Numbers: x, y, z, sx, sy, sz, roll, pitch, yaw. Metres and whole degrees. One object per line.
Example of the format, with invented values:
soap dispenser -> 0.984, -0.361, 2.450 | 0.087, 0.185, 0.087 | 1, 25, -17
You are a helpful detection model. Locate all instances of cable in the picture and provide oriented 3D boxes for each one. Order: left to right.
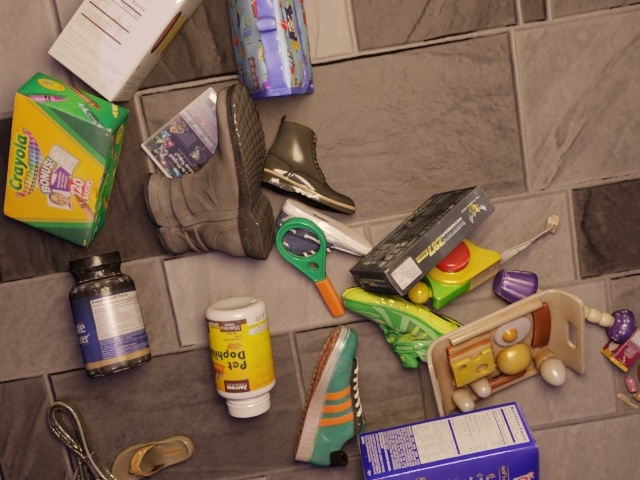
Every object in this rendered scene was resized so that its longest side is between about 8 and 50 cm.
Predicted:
cable -> -0.468, 0.458, 1.431 | 0.139, 0.072, 0.288 | -7, 104, 18

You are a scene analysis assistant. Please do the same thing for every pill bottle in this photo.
pill bottle -> -0.399, 0.136, 1.345 | 0.122, 0.123, 0.219 | -14, 88, 1
pill bottle -> -0.150, 0.223, 1.378 | 0.117, 0.117, 0.215 | -7, 101, 0

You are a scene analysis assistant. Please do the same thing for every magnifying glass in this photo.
magnifying glass -> -0.009, 0.053, 1.360 | 0.092, 0.026, 0.231 | -16, 119, 19

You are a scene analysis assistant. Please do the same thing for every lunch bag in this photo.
lunch bag -> -0.089, -0.346, 1.181 | 0.138, 0.293, 0.221 | -8, 101, 0

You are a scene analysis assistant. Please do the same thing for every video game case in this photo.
video game case -> -0.211, -0.160, 1.353 | 0.173, 0.022, 0.190 | -38, 100, 5

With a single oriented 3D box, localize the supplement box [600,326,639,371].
supplement box -> 0.607, 0.210, 1.425 | 0.043, 0.055, 0.083 | 37, 97, -7

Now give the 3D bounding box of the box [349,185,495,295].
box -> 0.176, 0.001, 1.279 | 0.232, 0.183, 0.059 | -41, 100, -14

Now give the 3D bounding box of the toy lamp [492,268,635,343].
toy lamp -> 0.468, 0.124, 1.397 | 0.274, 0.080, 0.080 | 22, 100, -7

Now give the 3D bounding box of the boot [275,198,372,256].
boot -> 0.000, 0.000, 1.372 | 0.189, 0.069, 0.086 | 29, 108, 0

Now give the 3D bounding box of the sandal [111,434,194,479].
sandal -> -0.344, 0.445, 1.449 | 0.180, 0.049, 0.072 | -20, 100, 7

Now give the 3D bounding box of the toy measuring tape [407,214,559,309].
toy measuring tape -> 0.295, 0.015, 1.368 | 0.330, 0.121, 0.121 | -31, 100, -12

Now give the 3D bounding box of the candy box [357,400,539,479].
candy box -> 0.251, 0.462, 1.383 | 0.316, 0.122, 0.268 | -12, 128, 2

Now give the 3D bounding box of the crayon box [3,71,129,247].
crayon box -> -0.451, -0.134, 1.260 | 0.165, 0.081, 0.279 | 22, 129, -5

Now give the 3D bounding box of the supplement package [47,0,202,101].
supplement package -> -0.330, -0.379, 1.247 | 0.133, 0.139, 0.244 | 38, 99, -8

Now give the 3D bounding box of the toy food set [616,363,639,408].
toy food set -> 0.662, 0.285, 1.458 | 0.077, 0.019, 0.122 | 31, 98, -7

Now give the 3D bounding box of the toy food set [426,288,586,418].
toy food set -> 0.352, 0.237, 1.346 | 0.306, 0.092, 0.220 | -23, 131, -4

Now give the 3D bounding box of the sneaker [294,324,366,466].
sneaker -> 0.040, 0.310, 1.410 | 0.120, 0.108, 0.302 | 14, 108, -5

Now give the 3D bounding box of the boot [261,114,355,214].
boot -> -0.007, -0.137, 1.342 | 0.197, 0.077, 0.137 | 22, 81, -20

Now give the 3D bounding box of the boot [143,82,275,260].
boot -> -0.210, -0.106, 1.254 | 0.222, 0.118, 0.338 | 4, 120, 13

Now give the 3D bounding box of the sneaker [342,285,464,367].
sneaker -> 0.169, 0.179, 1.381 | 0.295, 0.109, 0.124 | 27, 95, -6
